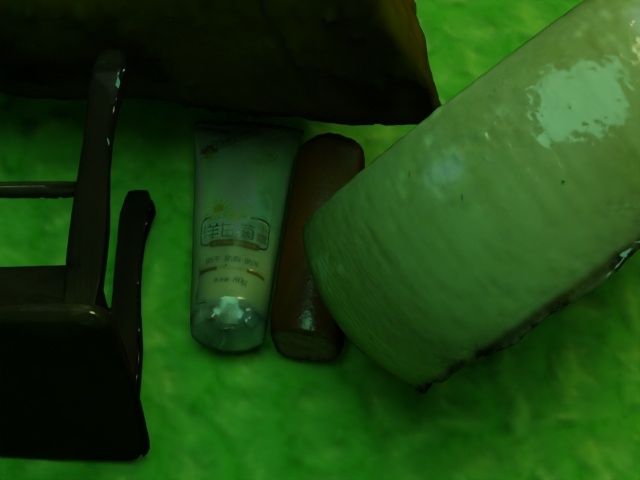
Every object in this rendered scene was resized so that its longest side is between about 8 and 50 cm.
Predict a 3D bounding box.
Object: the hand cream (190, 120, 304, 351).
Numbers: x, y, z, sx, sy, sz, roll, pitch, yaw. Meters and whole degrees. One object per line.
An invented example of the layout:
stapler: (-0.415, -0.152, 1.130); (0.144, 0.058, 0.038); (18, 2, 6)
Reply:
hand cream: (-0.042, -0.007, 0.988); (0.061, 0.039, 0.143); (1, 57, 2)

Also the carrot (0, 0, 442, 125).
carrot: (-0.098, -0.187, 0.967); (0.340, 0.241, 0.241); (4, 62, 3)

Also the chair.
chair: (-0.180, 0.076, 0.871); (0.186, 0.160, 0.319); (2, 59, 2)

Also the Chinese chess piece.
Chinese chess piece: (0.112, -0.035, 0.881); (0.257, 0.257, 0.104); (-36, 88, -19)

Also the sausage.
sausage: (0.000, 0.000, 0.980); (0.039, 0.041, 0.131); (-2, 60, 16)
